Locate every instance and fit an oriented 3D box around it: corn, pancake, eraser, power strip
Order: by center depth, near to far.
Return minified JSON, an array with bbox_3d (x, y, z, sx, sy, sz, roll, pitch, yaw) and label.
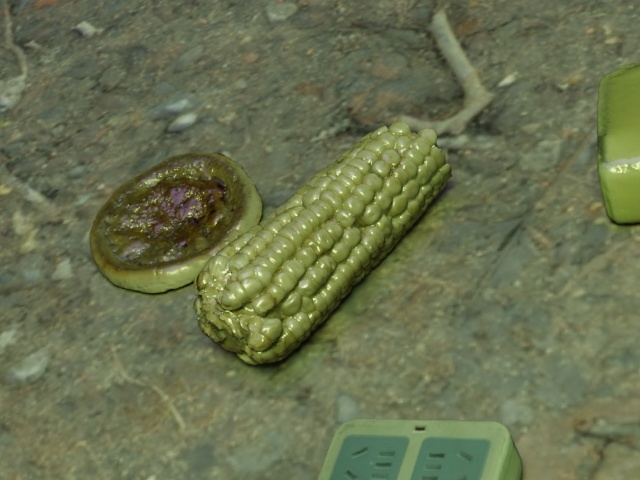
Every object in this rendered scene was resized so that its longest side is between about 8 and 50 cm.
[{"bbox_3d":[0.032,0.209,0.940,0.118,0.046,0.270,1,47,25],"label":"power strip"},{"bbox_3d":[0.273,-0.076,1.117,0.172,0.058,0.117,-8,43,18],"label":"eraser"},{"bbox_3d":[0.000,0.000,1.151,0.087,0.087,0.211,22,55,40],"label":"corn"},{"bbox_3d":[-0.110,-0.014,1.255,0.139,0.022,0.139,-13,43,12],"label":"pancake"}]
